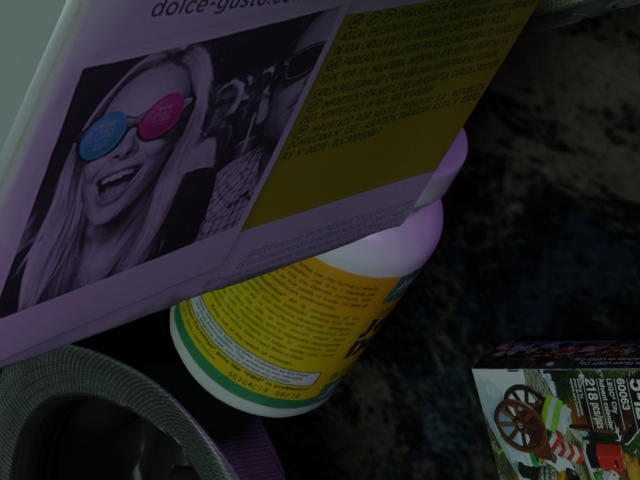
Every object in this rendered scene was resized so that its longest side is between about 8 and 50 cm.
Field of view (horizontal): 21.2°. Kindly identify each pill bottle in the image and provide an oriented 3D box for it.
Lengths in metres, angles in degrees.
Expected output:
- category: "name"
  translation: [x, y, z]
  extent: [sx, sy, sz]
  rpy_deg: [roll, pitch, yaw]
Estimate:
- category: "pill bottle"
  translation: [0.000, 0.000, 0.998]
  extent: [0.117, 0.117, 0.208]
  rpy_deg: [44, 131, 14]

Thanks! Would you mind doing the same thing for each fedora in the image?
- category: "fedora"
  translation: [-0.105, 0.177, 1.160]
  extent: [0.244, 0.124, 0.275]
  rpy_deg: [13, 115, 32]

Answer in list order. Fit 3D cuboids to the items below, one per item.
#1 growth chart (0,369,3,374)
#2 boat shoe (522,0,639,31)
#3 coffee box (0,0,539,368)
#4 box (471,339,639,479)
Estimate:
- category: "growth chart"
  translation: [-0.229, 0.109, 1.206]
  extent: [0.021, 0.172, 0.237]
  rpy_deg: [14, 130, 8]
- category: "boat shoe"
  translation: [0.150, -0.164, 0.817]
  extent: [0.285, 0.092, 0.103]
  rpy_deg: [-19, 79, 45]
- category: "coffee box"
  translation: [-0.095, -0.200, 0.721]
  extent: [0.337, 0.338, 0.334]
  rpy_deg: [43, 122, 21]
- category: "box"
  translation: [0.189, 0.170, 0.978]
  extent: [0.159, 0.044, 0.233]
  rpy_deg: [-4, 108, 40]
